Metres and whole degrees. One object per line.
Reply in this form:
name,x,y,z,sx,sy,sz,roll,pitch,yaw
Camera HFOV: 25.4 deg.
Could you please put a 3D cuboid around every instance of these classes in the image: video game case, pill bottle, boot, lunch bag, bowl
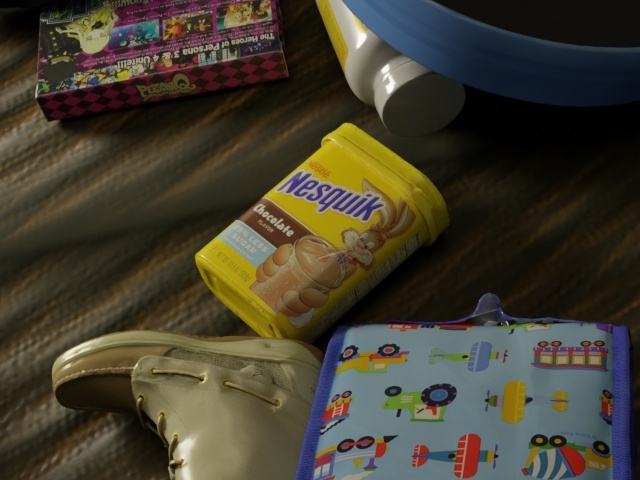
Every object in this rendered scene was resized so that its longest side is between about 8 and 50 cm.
video game case,-0.151,-0.219,1.347,0.232,0.042,0.210,-10,52,5
pill bottle,0.062,-0.180,1.234,0.103,0.103,0.184,-18,53,-1
boot,-0.105,0.153,1.041,0.213,0.077,0.165,0,56,8
lunch bag,0.105,0.147,0.982,0.221,0.138,0.293,-2,44,13
bowl,0.177,-0.263,1.215,0.391,0.077,0.391,8,47,-8

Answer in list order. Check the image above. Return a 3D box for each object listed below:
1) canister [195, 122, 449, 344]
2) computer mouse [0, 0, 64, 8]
canister,0.000,0.000,1.134,0.170,0.073,0.126,-41,56,-17
computer mouse,-0.335,-0.238,1.355,0.262,0.060,0.184,1,55,30
